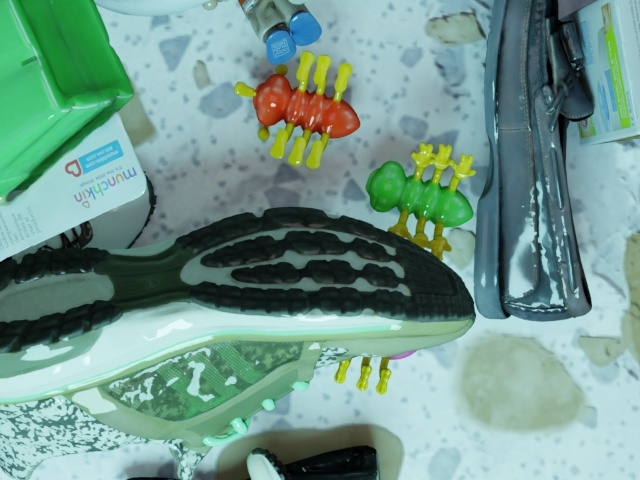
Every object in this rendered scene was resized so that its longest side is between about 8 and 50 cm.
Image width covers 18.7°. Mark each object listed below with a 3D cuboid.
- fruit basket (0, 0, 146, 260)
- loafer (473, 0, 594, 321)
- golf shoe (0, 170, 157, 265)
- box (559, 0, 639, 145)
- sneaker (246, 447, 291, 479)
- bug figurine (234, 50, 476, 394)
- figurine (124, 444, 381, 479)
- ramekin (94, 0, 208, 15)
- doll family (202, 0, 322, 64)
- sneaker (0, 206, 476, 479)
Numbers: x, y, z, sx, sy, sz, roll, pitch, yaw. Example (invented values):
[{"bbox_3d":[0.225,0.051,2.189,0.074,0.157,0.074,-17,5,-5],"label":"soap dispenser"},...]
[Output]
[{"bbox_3d":[-0.319,-0.119,1.401,0.353,0.165,0.327,-25,90,32],"label":"fruit basket"},{"bbox_3d":[0.183,-0.083,1.559,0.095,0.109,0.302,6,97,19],"label":"loafer"},{"bbox_3d":[-0.217,0.004,1.538,0.198,0.094,0.077,-32,91,-7],"label":"golf shoe"},{"bbox_3d":[0.266,-0.140,1.530,0.103,0.203,0.114,-10,91,-5],"label":"box"},{"bbox_3d":[-0.041,0.242,1.487,0.075,0.057,0.161,-20,92,1],"label":"sneaker"},{"bbox_3d":[0.000,0.000,1.566,0.216,0.072,0.279,21,92,2],"label":"bug figurine"},{"bbox_3d":[-0.048,0.282,1.558,0.209,0.092,0.215,-6,90,2],"label":"figurine"},{"bbox_3d":[-0.155,-0.317,1.466,0.277,0.135,0.277,-2,85,28],"label":"ramekin"},{"bbox_3d":[0.014,-0.270,1.537,0.263,0.118,0.163,-25,52,-6],"label":"doll family"},{"bbox_3d":[-0.084,0.094,1.493,0.410,0.158,0.182,-6,124,-1],"label":"sneaker"}]
